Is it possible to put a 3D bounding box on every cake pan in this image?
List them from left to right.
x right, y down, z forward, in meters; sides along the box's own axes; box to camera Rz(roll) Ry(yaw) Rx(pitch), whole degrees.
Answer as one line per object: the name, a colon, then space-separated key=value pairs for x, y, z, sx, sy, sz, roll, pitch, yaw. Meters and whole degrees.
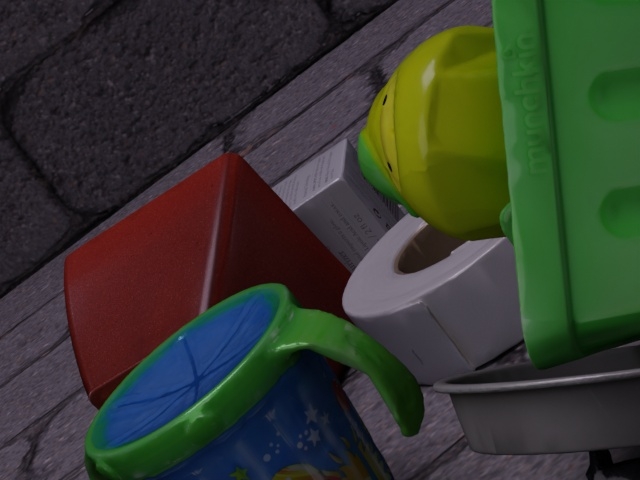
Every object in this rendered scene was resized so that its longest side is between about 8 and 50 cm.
cake pan: x=0.229 y=0.108 z=1.239 sx=0.293 sy=0.054 sz=0.293 roll=-8 pitch=-2 yaw=0

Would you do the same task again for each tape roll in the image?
tape roll: x=0.162 y=0.023 z=1.802 sx=0.286 sy=0.100 sz=0.286 roll=-34 pitch=16 yaw=11

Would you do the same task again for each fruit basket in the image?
fruit basket: x=0.162 y=-0.093 z=1.295 sx=0.392 sy=0.392 sz=0.283 roll=-32 pitch=-11 yaw=22

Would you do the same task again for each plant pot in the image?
plant pot: x=-0.125 y=0.113 z=1.935 sx=0.267 sy=0.267 sz=0.235 roll=-32 pitch=28 yaw=23

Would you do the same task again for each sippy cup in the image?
sippy cup: x=-0.055 y=0.195 z=1.558 sx=0.240 sy=0.224 sz=0.305 roll=-45 pitch=16 yaw=-20

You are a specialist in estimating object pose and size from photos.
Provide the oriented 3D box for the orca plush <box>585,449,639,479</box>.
orca plush: x=0.261 y=0.213 z=1.124 sx=0.287 sy=0.102 sz=0.151 roll=172 pitch=103 yaw=-80

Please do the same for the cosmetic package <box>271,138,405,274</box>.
cosmetic package: x=0.000 y=0.000 z=2.139 sx=0.184 sy=0.151 sz=0.151 roll=-35 pitch=16 yaw=15
